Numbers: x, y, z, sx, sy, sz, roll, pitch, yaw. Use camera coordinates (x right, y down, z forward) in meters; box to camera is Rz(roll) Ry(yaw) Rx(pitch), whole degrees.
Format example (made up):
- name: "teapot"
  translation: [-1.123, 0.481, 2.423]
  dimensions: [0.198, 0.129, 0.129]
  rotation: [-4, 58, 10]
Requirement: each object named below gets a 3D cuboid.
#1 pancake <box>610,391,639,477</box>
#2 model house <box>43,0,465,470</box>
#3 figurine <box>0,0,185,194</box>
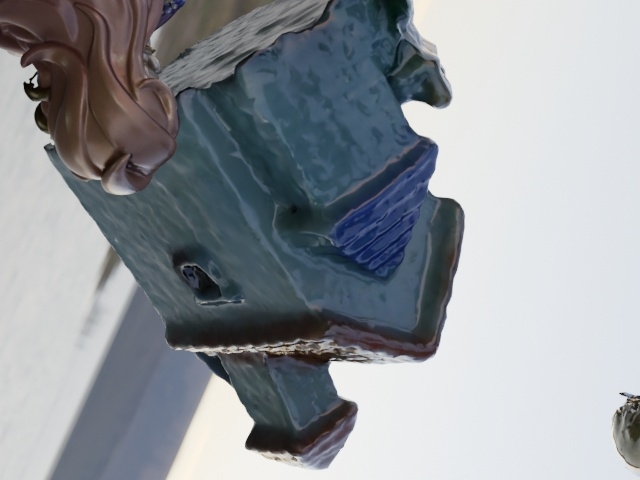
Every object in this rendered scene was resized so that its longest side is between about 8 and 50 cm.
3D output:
- name: "pancake"
  translation: [0.366, 0.162, 0.961]
  dimensions: [0.382, 0.382, 0.071]
  rotation: [166, -61, -83]
- name: "model house"
  translation: [0.000, 0.000, 1.099]
  dimensions: [0.251, 0.329, 0.295]
  rotation: [-34, -165, -34]
- name: "figurine"
  translation: [-0.131, -0.105, 0.853]
  dimensions: [0.126, 0.114, 0.157]
  rotation: [-15, -123, 31]
